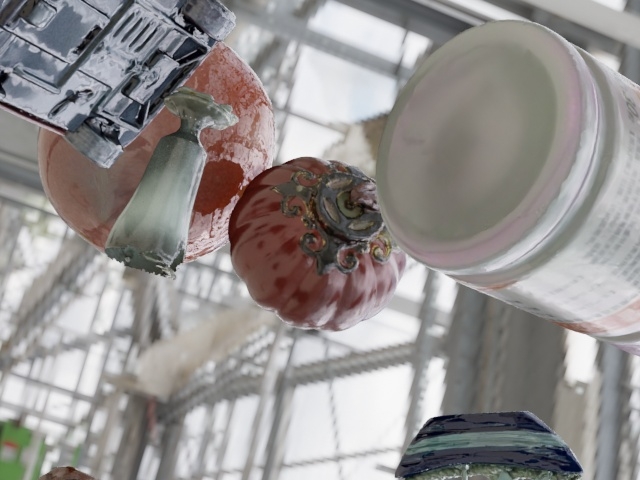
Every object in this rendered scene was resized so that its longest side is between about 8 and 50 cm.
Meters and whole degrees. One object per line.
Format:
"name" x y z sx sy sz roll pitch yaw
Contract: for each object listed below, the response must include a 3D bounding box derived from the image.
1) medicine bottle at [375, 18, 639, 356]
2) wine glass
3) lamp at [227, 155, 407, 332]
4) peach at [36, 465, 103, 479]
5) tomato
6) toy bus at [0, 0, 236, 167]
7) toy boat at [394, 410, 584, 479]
"medicine bottle" 0.218 -0.029 1.250 0.202 0.316 0.202 -21 -121 40
"wine glass" -0.129 -0.050 1.344 0.072 0.072 0.155 -24 -136 66
"lamp" 0.000 0.000 1.905 0.227 0.227 0.227 -56 -157 39
"peach" -0.248 0.345 1.612 0.232 0.232 0.256 -49 -128 49
"tomato" -0.223 -0.119 2.058 0.321 0.322 0.321 -56 -157 39
"toy bus" -0.260 -0.229 1.400 0.203 0.233 0.427 -48 163 5
"toy boat" 0.195 0.342 1.779 0.067 0.221 0.291 38 48 -70
